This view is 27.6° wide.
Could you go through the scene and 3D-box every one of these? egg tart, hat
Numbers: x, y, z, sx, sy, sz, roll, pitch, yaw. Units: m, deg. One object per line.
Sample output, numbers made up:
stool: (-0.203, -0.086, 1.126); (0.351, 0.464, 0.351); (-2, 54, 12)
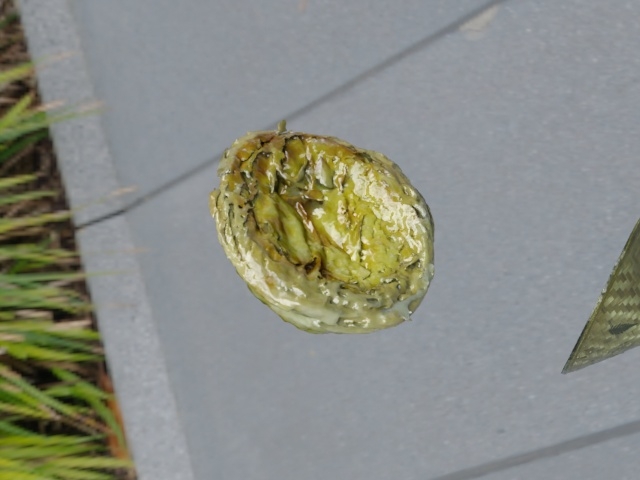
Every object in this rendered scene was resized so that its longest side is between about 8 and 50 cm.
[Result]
egg tart: (0.000, 0.000, 1.221); (0.252, 0.232, 0.098); (60, 142, 30)
hat: (0.242, 0.052, 0.972); (0.067, 0.146, 0.146); (28, 111, 13)
